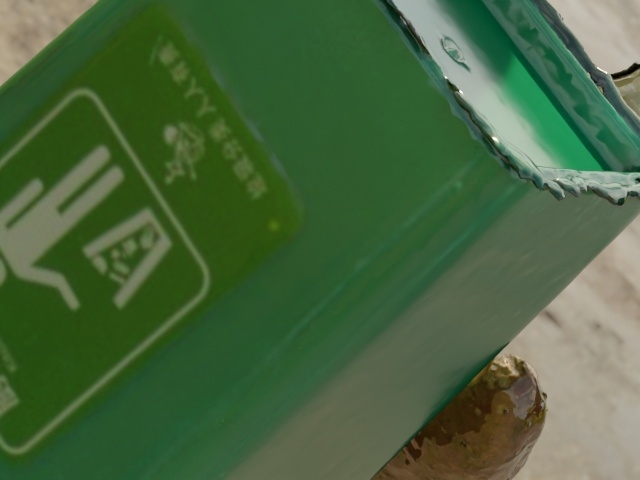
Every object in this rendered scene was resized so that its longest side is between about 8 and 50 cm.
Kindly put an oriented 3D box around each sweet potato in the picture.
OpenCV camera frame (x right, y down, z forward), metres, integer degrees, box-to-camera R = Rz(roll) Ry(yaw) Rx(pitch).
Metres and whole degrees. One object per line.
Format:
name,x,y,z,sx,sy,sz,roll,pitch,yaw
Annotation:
sweet potato,0.064,0.112,0.985,0.097,0.097,0.252,45,-22,2

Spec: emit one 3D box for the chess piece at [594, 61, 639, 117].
chess piece,0.234,-0.113,1.072,0.060,0.172,0.060,45,19,-20

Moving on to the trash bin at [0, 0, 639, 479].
trash bin,-0.044,0.025,0.834,0.259,0.381,0.295,57,24,18

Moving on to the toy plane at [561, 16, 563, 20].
toy plane,0.115,-0.168,1.438,0.145,0.060,0.037,18,21,4
